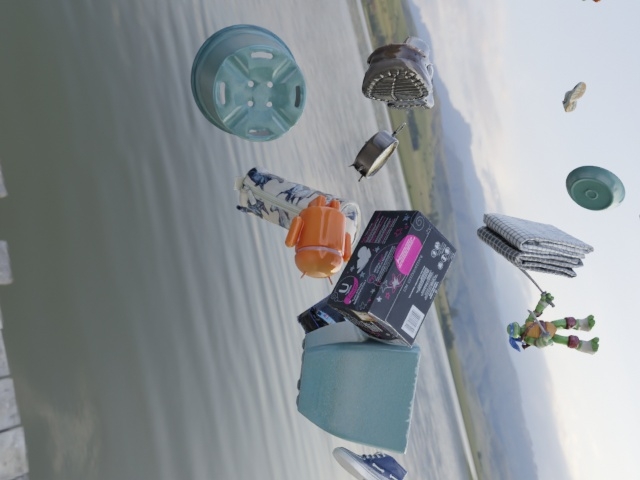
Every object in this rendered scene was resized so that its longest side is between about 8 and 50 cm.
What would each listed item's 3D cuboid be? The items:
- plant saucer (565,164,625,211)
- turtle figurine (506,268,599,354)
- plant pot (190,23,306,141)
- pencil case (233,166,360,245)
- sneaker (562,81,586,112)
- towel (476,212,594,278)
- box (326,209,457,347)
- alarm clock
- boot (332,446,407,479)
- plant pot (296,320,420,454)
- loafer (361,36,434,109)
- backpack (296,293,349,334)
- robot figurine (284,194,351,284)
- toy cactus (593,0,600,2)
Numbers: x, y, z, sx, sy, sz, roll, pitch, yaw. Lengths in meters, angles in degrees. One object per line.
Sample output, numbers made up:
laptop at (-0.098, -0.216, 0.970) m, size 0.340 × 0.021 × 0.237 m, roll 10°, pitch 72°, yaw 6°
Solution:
plant saucer at (0.562, -0.101, 1.190) m, size 0.021 × 0.119 × 0.119 m, roll -49°, pitch 137°, yaw -29°
turtle figurine at (0.750, 0.258, 1.843) m, size 0.198 × 0.266 × 0.275 m, roll -67°, pitch 165°, yaw -75°
plant pot at (-0.193, -0.440, 1.658) m, size 0.334 × 0.340 × 0.341 m, roll -125°, pitch -164°, yaw -65°
pencil case at (-0.067, -0.094, 1.718) m, size 0.183 × 0.410 × 0.160 m, roll -9°, pitch 117°, yaw -52°
sneaker at (0.554, -0.322, 1.272) m, size 0.083 × 0.031 × 0.037 m, roll 99°, pitch -17°, yaw -57°
towel at (0.677, 0.014, 1.843) m, size 0.235 × 0.283 × 0.122 m, roll -126°, pitch -132°, yaw -64°
box at (0.156, 0.078, 1.246) m, size 0.163 × 0.142 × 0.247 m, roll 40°, pitch 70°, yaw -33°
alarm clock at (0.157, -0.244, 1.527) m, size 0.064 × 0.192 × 0.129 m, roll 45°, pitch -3°, yaw 11°
boot at (0.123, 0.557, 1.440) m, size 0.086 × 0.190 × 0.069 m, roll -50°, pitch 179°, yaw -32°
plant pot at (0.074, 0.321, 1.352) m, size 0.247 × 0.252 × 0.248 m, roll -106°, pitch -157°, yaw -83°
loafer at (0.160, -0.348, 1.166) m, size 0.366 × 0.133 × 0.130 m, roll -23°, pitch 114°, yaw -77°
backpack at (0.030, 0.272, 1.818) m, size 0.158 × 0.117 × 0.173 m, roll -30°, pitch 84°, yaw -47°
robot figurine at (-0.002, 0.000, 1.454) m, size 0.158 × 0.128 × 0.220 m, roll 42°, pitch 48°, yaw -59°
toy cactus at (0.735, -0.763, 1.637) m, size 0.180 × 0.218 × 0.112 m, roll 18°, pitch 100°, yaw -59°
